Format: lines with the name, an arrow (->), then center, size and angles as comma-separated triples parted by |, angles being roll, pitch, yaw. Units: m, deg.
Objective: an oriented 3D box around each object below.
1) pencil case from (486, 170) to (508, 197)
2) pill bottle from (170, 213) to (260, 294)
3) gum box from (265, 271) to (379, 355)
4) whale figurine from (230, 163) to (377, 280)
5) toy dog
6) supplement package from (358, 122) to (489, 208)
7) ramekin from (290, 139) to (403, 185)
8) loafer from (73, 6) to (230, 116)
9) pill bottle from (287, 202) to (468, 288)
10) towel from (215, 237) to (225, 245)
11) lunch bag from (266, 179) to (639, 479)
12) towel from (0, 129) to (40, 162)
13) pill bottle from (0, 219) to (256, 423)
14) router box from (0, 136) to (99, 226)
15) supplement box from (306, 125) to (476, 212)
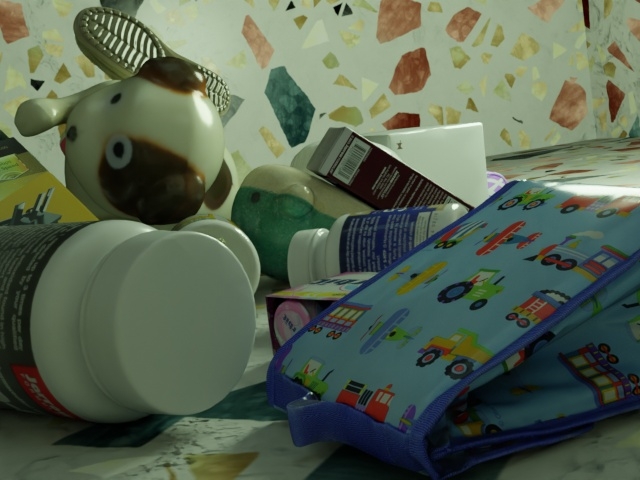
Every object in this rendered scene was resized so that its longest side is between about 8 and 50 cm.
pencil case -> 0.276, -0.094, 1.948 | 0.088, 0.086, 0.206 | -2, 5, -18
pill bottle -> -0.140, 0.027, 1.283 | 0.117, 0.118, 0.208 | -9, 6, -8
gum box -> 0.053, 0.070, 0.928 | 0.107, 0.062, 0.188 | -14, 9, -42
whale figurine -> 0.000, 0.000, 1.386 | 0.272, 0.141, 0.216 | 21, -11, 28
toy dog -> -0.246, -0.088, 1.485 | 0.395, 0.285, 0.408 | 12, -15, -4
supplement package -> 0.158, -0.112, 1.858 | 0.177, 0.175, 0.293 | -8, 6, -16
ramekin -> 0.041, -0.073, 1.593 | 0.207, 0.109, 0.207 | 4, -21, 2
loafer -> -0.268, -0.256, 1.594 | 0.268, 0.102, 0.092 | 32, -36, -24
pill bottle -> 0.065, 0.023, 1.104 | 0.186, 0.112, 0.112 | -5, 7, 22
towel -> -0.173, 0.053, 1.154 | 0.148, 0.110, 0.027 | -8, -6, 1
lunch bag -> 0.106, 0.066, 0.716 | 0.293, 0.138, 0.221 | -21, 14, -24
towel -> -0.588, -0.054, 1.566 | 0.320, 0.090, 0.374 | -23, -6, -5
pill bottle -> -0.200, 0.065, 0.850 | 0.283, 0.161, 0.161 | -2, 9, 42
router box -> -0.393, 0.023, 1.071 | 0.308, 0.081, 0.243 | -25, 50, -36
supplement box -> 0.106, -0.065, 1.412 | 0.239, 0.073, 0.130 | 31, 1, -11
